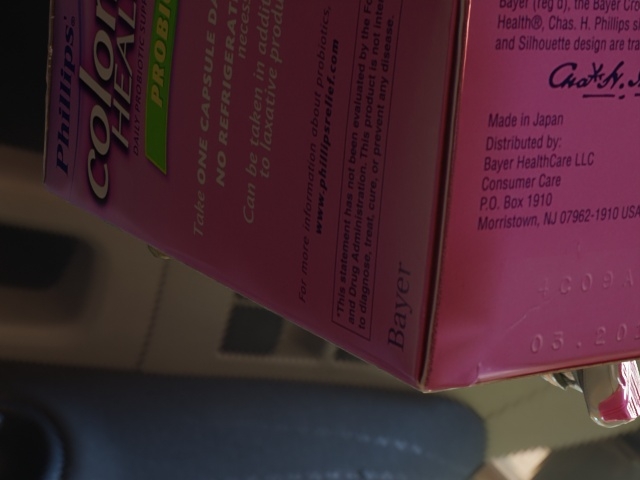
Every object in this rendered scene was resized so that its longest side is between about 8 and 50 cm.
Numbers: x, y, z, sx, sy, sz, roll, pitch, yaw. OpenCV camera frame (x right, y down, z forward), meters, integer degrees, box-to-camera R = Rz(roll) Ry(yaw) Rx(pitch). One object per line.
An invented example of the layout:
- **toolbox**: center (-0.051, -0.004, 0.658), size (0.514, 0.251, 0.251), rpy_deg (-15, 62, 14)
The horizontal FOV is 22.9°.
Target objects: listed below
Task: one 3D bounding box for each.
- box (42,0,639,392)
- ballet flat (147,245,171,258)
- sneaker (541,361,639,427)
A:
- **box**: center (0.053, -0.051, 0.539), size (0.213, 0.243, 0.117), rpy_deg (-4, 106, -33)
- **ballet flat**: center (0.000, 0.000, 1.073), size (0.123, 0.348, 0.123), rpy_deg (-21, 118, -45)
- **sneaker**: center (0.201, 0.081, 1.362), size (0.111, 0.252, 0.103), rpy_deg (-20, 120, 2)
